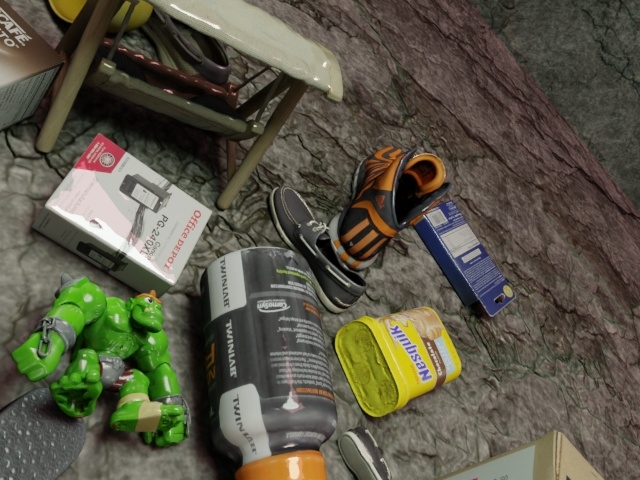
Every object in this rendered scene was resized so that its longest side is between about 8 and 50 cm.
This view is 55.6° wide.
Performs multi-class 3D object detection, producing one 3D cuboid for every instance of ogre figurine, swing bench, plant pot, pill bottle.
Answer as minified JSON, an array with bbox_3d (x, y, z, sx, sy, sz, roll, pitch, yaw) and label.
[{"bbox_3d":[-0.189,0.105,0.551,0.197,0.097,0.118,28,34,-39],"label":"ogre figurine"},{"bbox_3d":[-0.153,-0.195,0.708,0.253,0.254,0.165,19,47,-35],"label":"swing bench"},{"bbox_3d":[-0.281,-0.335,0.816,0.134,0.134,0.095,63,13,15],"label":"plant pot"},{"bbox_3d":[-0.054,0.140,0.635,0.130,0.130,0.246,17,48,-37],"label":"pill bottle"}]

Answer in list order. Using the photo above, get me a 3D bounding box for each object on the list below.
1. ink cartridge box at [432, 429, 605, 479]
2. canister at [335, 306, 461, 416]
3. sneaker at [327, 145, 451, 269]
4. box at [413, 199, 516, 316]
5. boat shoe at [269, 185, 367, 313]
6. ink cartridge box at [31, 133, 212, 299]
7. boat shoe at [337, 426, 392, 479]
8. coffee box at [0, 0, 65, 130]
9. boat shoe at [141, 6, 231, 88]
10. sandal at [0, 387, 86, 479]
[{"bbox_3d":[0.224,0.340,0.671,0.193,0.234,0.088,45,37,-7],"label":"ink cartridge box"},{"bbox_3d":[0.113,0.160,0.842,0.169,0.073,0.126,-4,63,-49],"label":"canister"},{"bbox_3d":[0.136,-0.089,0.982,0.124,0.180,0.321,41,38,-13],"label":"sneaker"},{"bbox_3d":[0.270,0.035,1.136,0.136,0.036,0.225,-19,73,-51],"label":"box"},{"bbox_3d":[0.000,0.000,0.862,0.075,0.065,0.206,-15,71,-50],"label":"boat shoe"},{"bbox_3d":[-0.207,-0.023,0.654,0.150,0.063,0.109,35,52,-20],"label":"ink cartridge box"},{"bbox_3d":[0.065,0.281,0.716,0.038,0.046,0.125,-9,59,-44],"label":"boat shoe"},{"bbox_3d":[-0.387,-0.152,0.559,0.141,0.098,0.246,45,37,-8],"label":"coffee box"},{"bbox_3d":[-0.210,-0.329,0.894,0.102,0.092,0.285,-11,69,-50],"label":"boat shoe"},{"bbox_3d":[-0.277,0.199,0.432,0.097,0.054,0.254,61,28,1],"label":"sandal"}]
